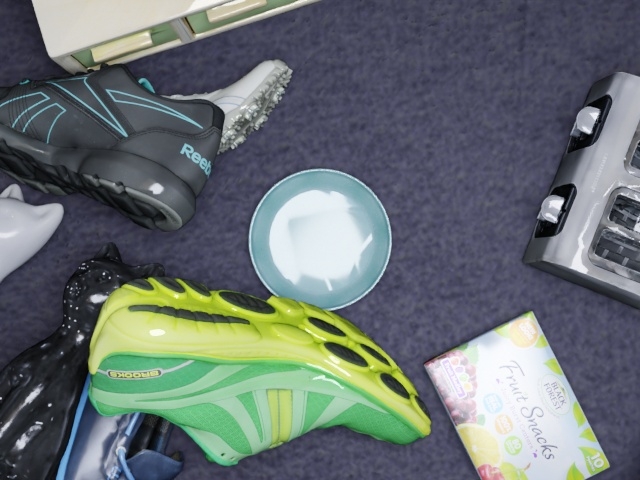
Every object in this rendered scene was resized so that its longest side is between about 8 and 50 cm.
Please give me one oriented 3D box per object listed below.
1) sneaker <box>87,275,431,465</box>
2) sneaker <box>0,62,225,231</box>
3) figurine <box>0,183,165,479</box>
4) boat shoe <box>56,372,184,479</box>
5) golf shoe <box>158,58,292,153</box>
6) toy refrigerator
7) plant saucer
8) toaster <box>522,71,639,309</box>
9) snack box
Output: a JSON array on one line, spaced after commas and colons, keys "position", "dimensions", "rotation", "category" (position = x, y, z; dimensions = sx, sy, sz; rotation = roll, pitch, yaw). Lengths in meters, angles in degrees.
[{"position": [-0.048, 0.113, 1.055], "dimensions": [0.295, 0.109, 0.123], "rotation": [17, 113, -27], "category": "sneaker"}, {"position": [-0.192, -0.089, 1.089], "dimensions": [0.267, 0.101, 0.106], "rotation": [19, 72, 26], "category": "sneaker"}, {"position": [-0.247, 0.067, 1.078], "dimensions": [0.215, 0.092, 0.209], "rotation": [29, 81, 35], "category": "figurine"}, {"position": [-0.153, 0.172, 1.082], "dimensions": [0.089, 0.109, 0.258], "rotation": [10, 90, 14], "category": "boat shoe"}, {"position": [-0.106, -0.103, 1.120], "dimensions": [0.176, 0.069, 0.086], "rotation": [-42, 80, -1], "category": "golf shoe"}, {"position": [-0.095, -0.217, 1.106], "dimensions": [0.269, 0.102, 0.094], "rotation": [-17, 86, 1], "category": "toy refrigerator"}, {"position": [0.000, 0.000, 1.129], "dimensions": [0.119, 0.021, 0.119], "rotation": [0, 87, 2], "category": "plant saucer"}, {"position": [0.273, -0.025, 1.075], "dimensions": [0.186, 0.110, 0.168], "rotation": [23, 89, 3], "category": "toaster"}, {"position": [0.160, 0.142, 1.106], "dimensions": [0.100, 0.037, 0.141], "rotation": [-27, 86, -1], "category": "snack box"}]
